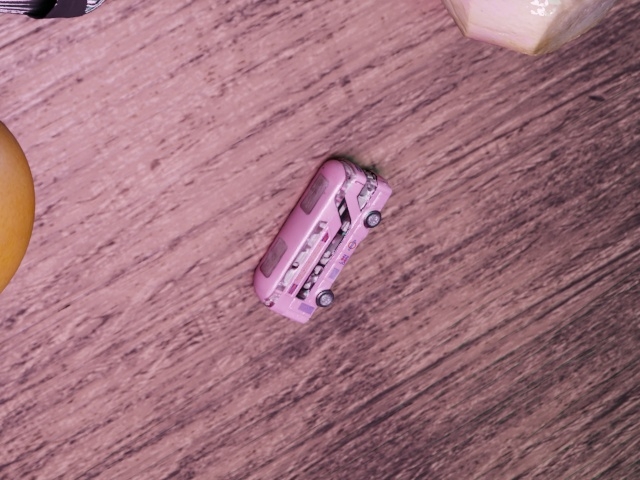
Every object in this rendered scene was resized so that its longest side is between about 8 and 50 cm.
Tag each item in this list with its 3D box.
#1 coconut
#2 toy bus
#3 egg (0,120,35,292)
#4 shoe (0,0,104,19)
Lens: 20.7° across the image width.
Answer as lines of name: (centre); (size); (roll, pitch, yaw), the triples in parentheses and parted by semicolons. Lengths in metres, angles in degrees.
coconut: (0.220, -0.341, 1.922); (0.259, 0.259, 0.259); (-12, 120, -21)
toy bus: (0.000, 0.000, 2.083); (0.090, 0.063, 0.203); (26, 103, -34)
egg: (-0.434, -0.009, 1.742); (0.322, 0.250, 0.250); (-38, 127, 7)
shoe: (-0.287, -0.254, 1.808); (0.159, 0.053, 0.062); (-3, 114, -22)
